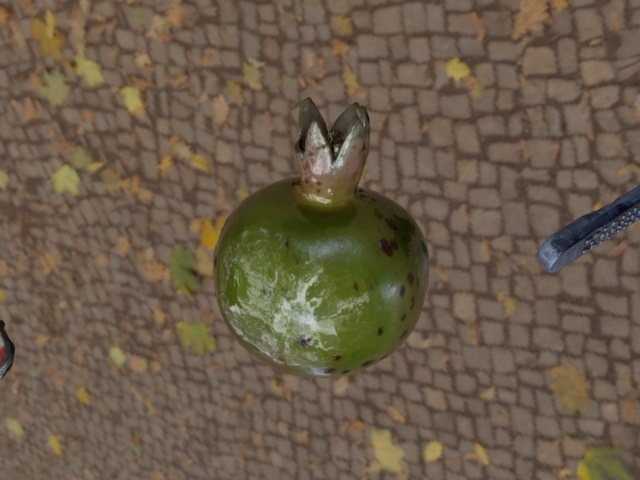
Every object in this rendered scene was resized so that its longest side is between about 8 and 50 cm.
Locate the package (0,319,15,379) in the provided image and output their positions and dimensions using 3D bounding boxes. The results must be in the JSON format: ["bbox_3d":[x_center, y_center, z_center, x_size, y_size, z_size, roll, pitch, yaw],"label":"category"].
[{"bbox_3d":[-0.322,0.056,0.655,0.232,0.166,0.040,39,167,6],"label":"package"}]

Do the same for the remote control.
[{"bbox_3d":[0.265,-0.018,0.973,0.027,0.152,0.043,51,162,34],"label":"remote control"}]

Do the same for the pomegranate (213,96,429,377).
[{"bbox_3d":[-0.007,0.001,0.619,0.129,0.129,0.159,-7,110,43],"label":"pomegranate"}]
